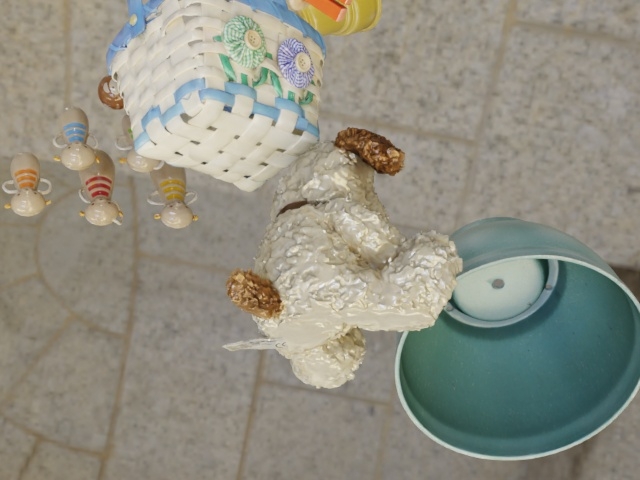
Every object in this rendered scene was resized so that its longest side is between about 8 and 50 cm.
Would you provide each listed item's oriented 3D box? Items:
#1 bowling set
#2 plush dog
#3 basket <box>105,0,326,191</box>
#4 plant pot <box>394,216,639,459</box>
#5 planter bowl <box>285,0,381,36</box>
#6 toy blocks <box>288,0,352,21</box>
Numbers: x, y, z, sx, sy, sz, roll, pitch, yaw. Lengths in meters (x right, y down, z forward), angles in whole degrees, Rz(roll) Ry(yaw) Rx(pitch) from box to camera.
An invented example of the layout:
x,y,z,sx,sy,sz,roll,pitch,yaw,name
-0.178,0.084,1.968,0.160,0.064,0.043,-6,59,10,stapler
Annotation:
x,y,z,sx,sy,sz,roll,pitch,yaw,name
-0.319,-0.128,1.555,0.154,0.286,0.200,-109,22,-45,bowling set
0.000,0.000,1.124,0.262,0.210,0.226,-42,35,45,plush dog
-0.115,-0.220,1.234,0.201,0.254,0.289,-37,56,34,basket
0.227,0.092,1.295,0.196,0.292,0.293,-93,11,-59,plant pot
-0.027,-0.348,1.478,0.090,0.217,0.217,-48,-13,-19,planter bowl
0.026,-0.251,0.973,0.123,0.148,0.054,-52,-18,-11,toy blocks
